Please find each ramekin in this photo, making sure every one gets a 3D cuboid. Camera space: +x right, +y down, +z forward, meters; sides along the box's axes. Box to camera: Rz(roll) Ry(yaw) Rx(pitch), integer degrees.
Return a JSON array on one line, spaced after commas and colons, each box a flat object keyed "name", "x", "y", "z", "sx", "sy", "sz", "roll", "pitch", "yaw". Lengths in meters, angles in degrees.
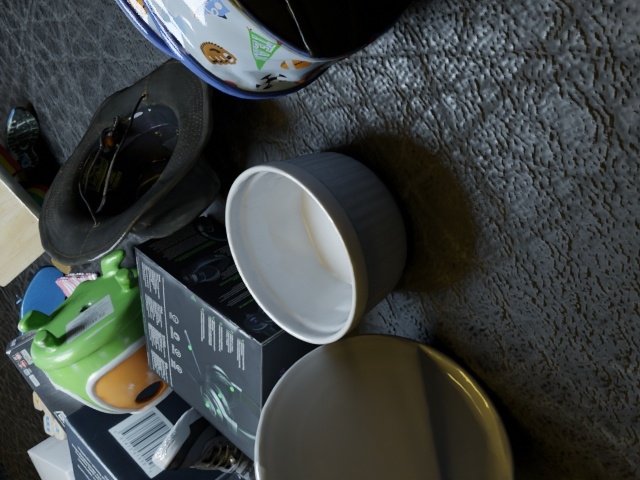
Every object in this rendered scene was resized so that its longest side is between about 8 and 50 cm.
[{"name": "ramekin", "x": 0.000, "y": 0.000, "z": 0.768, "sx": 0.207, "sy": 0.109, "sz": 0.207, "roll": 27, "pitch": 130, "yaw": 37}, {"name": "ramekin", "x": 0.061, "y": 0.248, "z": 0.753, "sx": 0.273, "sy": 0.273, "sz": 0.127, "roll": 46, "pitch": 152, "yaw": 18}]

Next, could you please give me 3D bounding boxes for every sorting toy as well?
[{"name": "sorting toy", "x": -0.635, "y": -0.070, "z": 1.358, "sx": 0.257, "sy": 0.089, "sz": 0.255, "roll": -30, "pitch": 105, "yaw": 38}]

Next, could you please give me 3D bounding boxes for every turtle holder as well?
[{"name": "turtle holder", "x": -0.377, "y": 0.177, "z": 1.212, "sx": 0.320, "sy": 0.243, "sz": 0.227, "roll": -7, "pitch": 124, "yaw": 45}]

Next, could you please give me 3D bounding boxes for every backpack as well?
[{"name": "backpack", "x": -0.058, "y": -0.251, "z": 0.562, "sx": 0.263, "sy": 0.276, "sz": 0.213, "roll": 56, "pitch": 148, "yaw": -5}]

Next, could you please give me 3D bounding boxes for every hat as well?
[{"name": "hat", "x": -0.226, "y": -0.081, "z": 0.925, "sx": 0.331, "sy": 0.331, "sz": 0.134, "roll": 7, "pitch": 158, "yaw": 46}]

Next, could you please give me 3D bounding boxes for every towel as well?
[{"name": "towel", "x": -0.503, "y": 0.140, "z": 1.498, "sx": 0.197, "sy": 0.029, "sz": 0.144, "roll": -6, "pitch": 110, "yaw": 50}]

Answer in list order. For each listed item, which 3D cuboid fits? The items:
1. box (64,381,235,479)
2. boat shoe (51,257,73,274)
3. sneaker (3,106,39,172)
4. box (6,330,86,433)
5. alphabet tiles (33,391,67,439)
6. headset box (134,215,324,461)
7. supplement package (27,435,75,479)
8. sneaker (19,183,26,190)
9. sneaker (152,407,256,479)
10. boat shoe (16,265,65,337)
[{"name": "box", "x": -0.332, "y": 0.510, "z": 1.399, "sx": 0.294, "sy": 0.212, "sz": 0.395, "roll": 36, "pitch": 136, "yaw": 27}, {"name": "boat shoe", "x": -0.498, "y": 0.015, "z": 1.384, "sx": 0.063, "sy": 0.059, "sz": 0.170, "roll": 42, "pitch": 147, "yaw": -11}, {"name": "sneaker", "x": -0.598, "y": -0.205, "z": 1.351, "sx": 0.073, "sy": 0.063, "sz": 0.162, "roll": 51, "pitch": 142, "yaw": 16}, {"name": "box", "x": -0.495, "y": 0.261, "z": 1.413, "sx": 0.231, "sy": 0.183, "sz": 0.056, "roll": 65, "pitch": 169, "yaw": -22}, {"name": "alphabet tiles", "x": -0.709, "y": 0.377, "z": 1.822, "sx": 0.278, "sy": 0.021, "sz": 0.283, "roll": -5, "pitch": 91, "yaw": 49}, {"name": "headset box", "x": -0.121, "y": 0.142, "z": 0.983, "sx": 0.283, "sy": 0.131, "sz": 0.246, "roll": 30, "pitch": 134, "yaw": 33}, {"name": "supplement package", "x": -0.594, "y": 0.590, "z": 1.776, "sx": 0.293, "sy": 0.178, "sz": 0.175, "roll": -6, "pitch": 109, "yaw": 51}, {"name": "sneaker", "x": -0.699, "y": -0.026, "z": 1.572, "sx": 0.131, "sy": 0.111, "sz": 0.296, "roll": 39, "pitch": 139, "yaw": -19}, {"name": "sneaker", "x": -0.146, "y": 0.335, "z": 1.086, "sx": 0.153, "sy": 0.268, "sz": 0.101, "roll": 36, "pitch": 95, "yaw": 15}, {"name": "boat shoe", "x": -0.656, "y": 0.178, "z": 1.579, "sx": 0.089, "sy": 0.109, "sz": 0.258, "roll": 18, "pitch": 91, "yaw": 59}]
